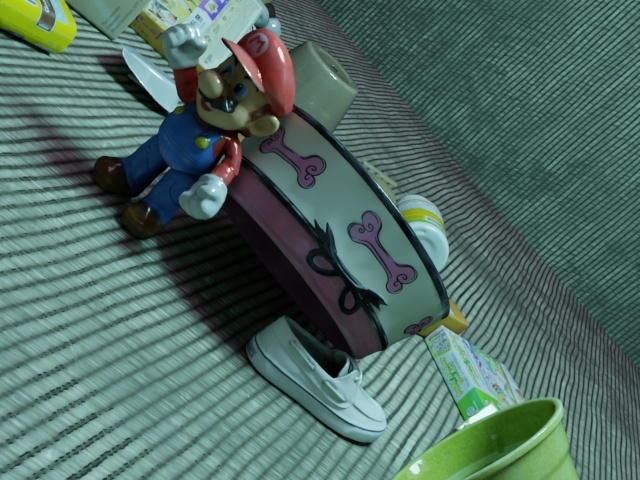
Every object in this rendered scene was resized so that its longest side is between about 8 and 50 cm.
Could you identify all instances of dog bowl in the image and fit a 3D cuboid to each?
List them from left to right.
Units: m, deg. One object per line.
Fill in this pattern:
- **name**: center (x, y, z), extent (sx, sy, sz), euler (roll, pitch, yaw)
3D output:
- **dog bowl**: center (0.000, 0.000, 1.372), extent (0.408, 0.150, 0.408), euler (49, -9, 10)

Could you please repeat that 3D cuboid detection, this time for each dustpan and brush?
- **dustpan and brush**: center (-0.273, -0.251, 1.648), extent (0.211, 0.060, 0.147), euler (39, 6, -6)

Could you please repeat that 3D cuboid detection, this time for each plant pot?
- **plant pot**: center (-0.053, -0.280, 1.922), extent (0.263, 0.229, 0.263), euler (41, 20, -18)
- **plant pot**: center (0.260, 0.386, 1.246), extent (0.254, 0.276, 0.276), euler (60, 19, 3)

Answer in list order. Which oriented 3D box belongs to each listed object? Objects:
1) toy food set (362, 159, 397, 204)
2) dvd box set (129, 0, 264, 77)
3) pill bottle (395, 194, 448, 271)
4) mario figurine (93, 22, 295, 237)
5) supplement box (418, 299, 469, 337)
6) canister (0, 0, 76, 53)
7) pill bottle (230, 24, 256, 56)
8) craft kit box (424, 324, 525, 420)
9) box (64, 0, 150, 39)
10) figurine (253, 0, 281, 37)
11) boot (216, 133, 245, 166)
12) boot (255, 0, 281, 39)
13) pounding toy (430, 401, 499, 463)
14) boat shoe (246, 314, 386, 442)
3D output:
- **toy food set**: center (0.142, -0.120, 2.369), extent (0.132, 0.038, 0.192), euler (35, 26, -16)
- **dvd box set**: center (-0.330, -0.540, 1.921), extent (0.420, 0.062, 0.307), euler (42, 41, -17)
- **pill bottle**: center (0.217, -0.018, 2.149), extent (0.136, 0.136, 0.245), euler (44, 18, -14)
- **mario figurine**: center (-0.171, -0.154, 1.221), extent (0.198, 0.320, 0.170), euler (42, 18, -16)
- **supplement box**: center (0.198, 0.135, 1.880), extent (0.233, 0.078, 0.080), euler (29, 25, -46)
- **canister**: center (-0.457, -0.358, 1.396), extent (0.170, 0.073, 0.126), euler (22, 31, -57)
- **pill bottle**: center (-0.215, -0.476, 2.153), extent (0.193, 0.108, 0.108), euler (31, 24, -44)
- **craft kit box**: center (0.337, 0.313, 1.872), extent (0.247, 0.061, 0.250), euler (30, 25, -39)
- **box**: center (-0.442, -0.520, 1.657), extent (0.311, 0.148, 0.121), euler (36, 21, -28)
- **figurine**: center (-0.144, -0.506, 2.367), extent (0.209, 0.092, 0.214), euler (32, 43, -62)
- **boot**: center (-0.075, -0.132, 1.664), extent (0.283, 0.109, 0.220), euler (17, 47, -22)
- **boot**: center (-0.145, -0.560, 2.585), extent (0.207, 0.090, 0.248), euler (61, 17, 0)
- **pounding toy**: center (0.263, 0.386, 1.460), extent (0.094, 0.181, 0.206), euler (-29, 73, -30)
- **boat shoe**: center (0.015, 0.195, 1.309), extent (0.258, 0.084, 0.095), euler (37, 20, -31)
